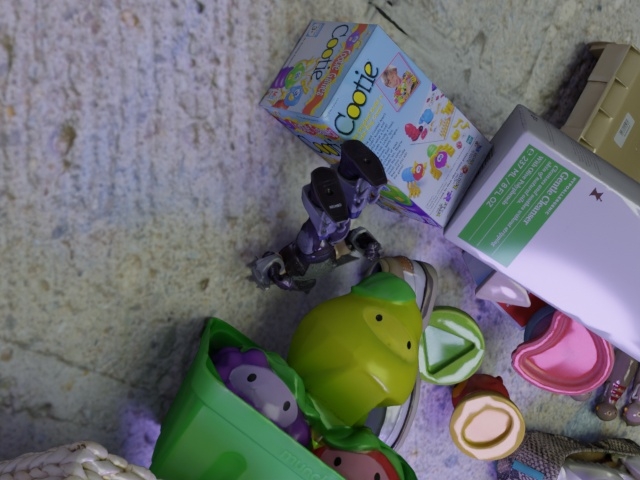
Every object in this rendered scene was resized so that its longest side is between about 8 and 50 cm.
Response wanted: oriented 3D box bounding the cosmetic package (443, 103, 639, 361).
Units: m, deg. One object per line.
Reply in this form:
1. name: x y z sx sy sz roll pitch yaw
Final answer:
1. cosmetic package: 0.378 -0.007 1.269 0.365 0.155 0.197 31 114 -5

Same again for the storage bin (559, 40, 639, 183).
1. storage bin: 0.497 -0.164 1.534 0.260 0.123 0.262 36 81 -37

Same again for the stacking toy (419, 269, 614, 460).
1. stacking toy: 0.293 0.169 1.448 0.309 0.130 0.279 -39 100 17

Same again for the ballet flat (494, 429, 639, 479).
1. ballet flat: 0.537 0.464 1.704 0.483 0.182 0.164 17 91 -39

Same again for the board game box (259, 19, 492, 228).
1. board game box: 0.080 -0.156 1.206 0.275 0.142 0.144 37 80 -38

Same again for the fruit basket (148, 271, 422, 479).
1. fruit basket: 0.012 0.213 1.137 0.392 0.283 0.392 -1 101 -3

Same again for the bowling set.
1. bowling set: 0.631 0.306 1.728 0.287 0.200 0.154 18 93 -35

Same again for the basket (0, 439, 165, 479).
1. basket: -0.250 0.402 0.932 0.328 0.331 0.266 37 50 -30

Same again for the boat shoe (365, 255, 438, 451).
1. boat shoe: 0.089 0.171 1.335 0.103 0.113 0.302 14 84 -38

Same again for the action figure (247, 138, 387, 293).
1. action figure: 0.000 0.000 1.156 0.185 0.099 0.285 -26 158 -26

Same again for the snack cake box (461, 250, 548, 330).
1. snack cake box: 0.385 0.016 1.438 0.264 0.089 0.152 -35 131 17
